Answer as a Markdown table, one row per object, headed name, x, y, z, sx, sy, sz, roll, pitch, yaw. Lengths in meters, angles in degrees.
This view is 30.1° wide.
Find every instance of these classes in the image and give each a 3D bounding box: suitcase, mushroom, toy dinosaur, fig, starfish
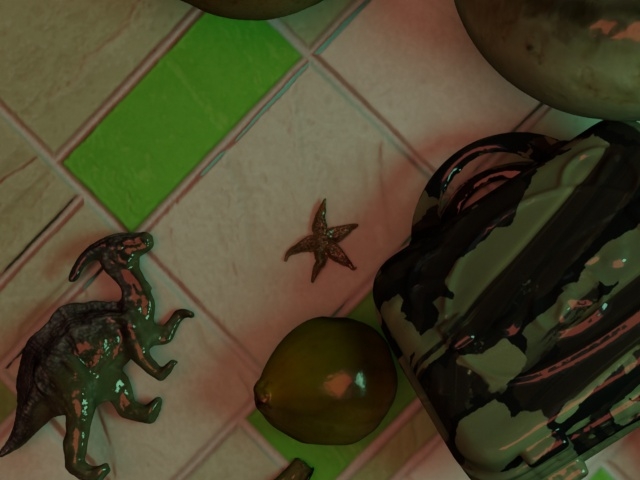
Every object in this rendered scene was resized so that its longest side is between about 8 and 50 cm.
| name | x | y | z | sx | sy | sz | roll | pitch | yaw |
| --- | --- | --- | --- | --- | --- | --- | --- | --- | --- |
| suitcase | 0.234 | 0.045 | 1.194 | 0.351 | 0.194 | 0.339 | -34 | 57 | 5 |
| mushroom | 0.295 | -0.295 | 1.125 | 0.362 | 0.295 | 0.362 | -10 | 57 | 16 |
| toy dinosaur | -0.244 | 0.134 | 1.317 | 0.162 | 0.077 | 0.294 | 29 | 78 | 11 |
| fig | 0.010 | 0.151 | 1.256 | 0.153 | 0.120 | 0.136 | -42 | 47 | 13 |
| starfish | 0.000 | 0.000 | 1.318 | 0.092 | 0.016 | 0.086 | -18 | 84 | 9 |

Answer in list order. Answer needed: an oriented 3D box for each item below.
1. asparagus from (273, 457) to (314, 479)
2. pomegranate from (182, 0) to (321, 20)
| name | x | y | z | sx | sy | sz | roll | pitch | yaw |
| --- | --- | --- | --- | --- | --- | --- | --- | --- | --- |
| asparagus | -0.065 | 0.318 | 1.303 | 0.045 | 0.041 | 0.178 | 29 | 91 | -1 |
| pomegranate | -0.084 | -0.369 | 1.215 | 0.319 | 0.319 | 0.319 | 0 | 88 | 7 |
